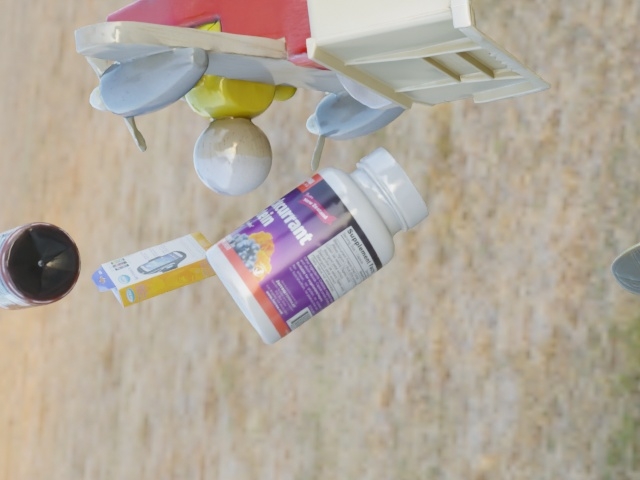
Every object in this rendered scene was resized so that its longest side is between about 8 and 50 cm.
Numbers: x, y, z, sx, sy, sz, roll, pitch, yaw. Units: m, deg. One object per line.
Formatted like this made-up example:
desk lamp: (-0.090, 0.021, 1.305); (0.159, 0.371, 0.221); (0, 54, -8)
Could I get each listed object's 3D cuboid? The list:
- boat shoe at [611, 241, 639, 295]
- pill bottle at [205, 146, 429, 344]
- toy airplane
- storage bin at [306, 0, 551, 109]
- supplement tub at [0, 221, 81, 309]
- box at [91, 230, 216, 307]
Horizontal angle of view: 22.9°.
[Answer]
boat shoe: (0.327, 0.004, 1.402); (0.153, 0.056, 0.048); (-32, 8, 42)
pill bottle: (0.000, 0.000, 1.464); (0.108, 0.193, 0.108); (54, 175, 7)
toy airplane: (-0.055, -0.175, 1.679); (0.384, 0.386, 0.272); (-111, 31, -82)
storage bin: (0.077, -0.248, 1.197); (0.260, 0.123, 0.262); (13, -112, -68)
supplement tub: (-0.382, 0.036, 2.019); (0.198, 0.106, 0.106); (-13, 73, 64)
box: (-0.182, 0.034, 1.753); (0.081, 0.136, 0.028); (-137, 29, -62)
